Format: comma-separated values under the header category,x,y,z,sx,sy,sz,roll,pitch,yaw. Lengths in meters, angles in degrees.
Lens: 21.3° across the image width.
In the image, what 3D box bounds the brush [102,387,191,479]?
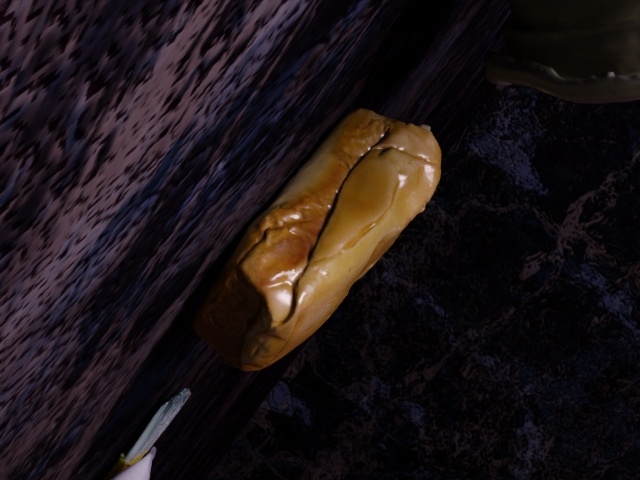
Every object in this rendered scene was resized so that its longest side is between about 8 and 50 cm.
category,x,y,z,sx,sy,sz,roll,pitch,yaw
brush,-0.144,0.172,0.969,0.218,0.010,0.082,-53,177,2

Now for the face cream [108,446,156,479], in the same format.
category,x,y,z,sx,sy,sz,roll,pitch,yaw
face cream,-0.139,0.193,0.772,0.143,0.089,0.314,-53,-172,10

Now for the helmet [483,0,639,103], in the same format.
category,x,y,z,sx,sy,sz,roll,pitch,yaw
helmet,0.154,-0.142,0.692,0.204,0.137,0.257,-16,-171,-10

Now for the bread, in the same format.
category,x,y,z,sx,sy,sz,roll,pitch,yaw
bread,0.000,0.000,0.737,0.132,0.053,0.074,-48,175,-39
